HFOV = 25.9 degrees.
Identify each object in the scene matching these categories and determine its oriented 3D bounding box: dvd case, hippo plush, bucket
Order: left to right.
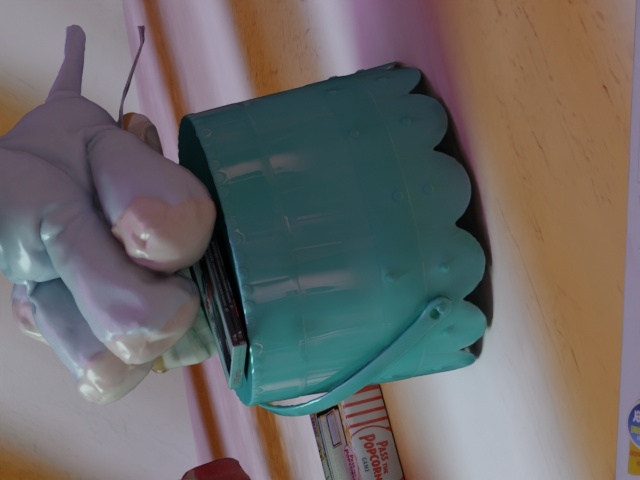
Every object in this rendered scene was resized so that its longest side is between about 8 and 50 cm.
[{"bbox_3d":[-0.231,-0.018,1.014,0.234,0.237,0.294,10,100,51],"label":"hippo plush"},{"bbox_3d":[-0.078,0.044,1.055,0.087,0.013,0.119,102,154,-63],"label":"dvd case"},{"bbox_3d":[0.000,0.000,1.122,0.281,0.183,0.281,168,90,-79],"label":"bucket"}]

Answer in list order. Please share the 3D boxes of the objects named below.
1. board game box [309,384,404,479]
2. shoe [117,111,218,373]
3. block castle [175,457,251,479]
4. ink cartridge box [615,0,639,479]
[{"bbox_3d":[0.040,0.240,1.493,0.193,0.045,0.146,135,122,-75],"label":"board game box"},{"bbox_3d":[-0.127,-0.002,1.153,0.076,0.058,0.219,23,-123,-80],"label":"shoe"},{"bbox_3d":[-0.033,0.438,1.400,0.453,0.213,0.303,23,111,48],"label":"block castle"},{"bbox_3d":[0.174,0.035,0.511,0.186,0.065,0.311,168,108,-76],"label":"ink cartridge box"}]
